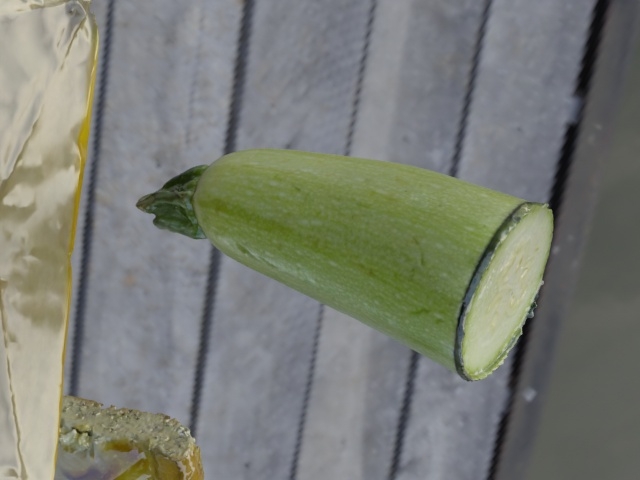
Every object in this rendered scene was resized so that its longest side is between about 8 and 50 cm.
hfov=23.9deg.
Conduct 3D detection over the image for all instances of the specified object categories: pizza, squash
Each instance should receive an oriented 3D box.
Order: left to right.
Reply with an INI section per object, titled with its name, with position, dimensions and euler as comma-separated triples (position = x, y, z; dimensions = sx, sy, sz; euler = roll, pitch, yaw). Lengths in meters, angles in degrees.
[pizza]
position = -0.184, 0.217, 1.244
dimensions = 0.204, 0.188, 0.081
euler = 87, 25, -43
[squash]
position = 0.000, 0.000, 0.772
dimensions = 0.094, 0.224, 0.094
euler = -38, 136, -49

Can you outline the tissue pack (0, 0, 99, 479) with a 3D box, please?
[tissue pack]
position = -0.312, -0.001, 0.751
dimensions = 0.228, 0.382, 0.293
euler = 7, 87, -48
